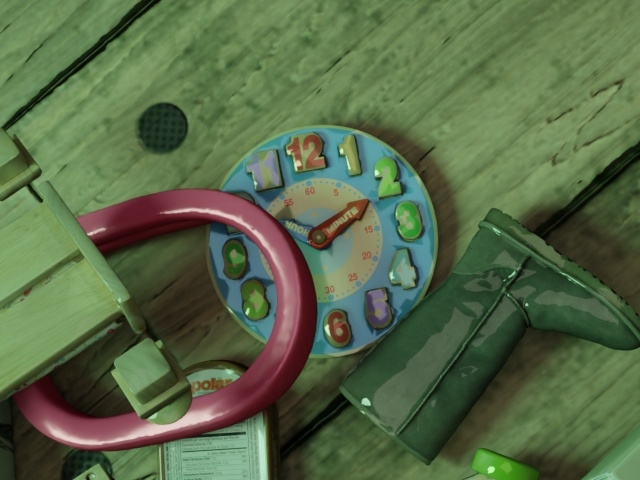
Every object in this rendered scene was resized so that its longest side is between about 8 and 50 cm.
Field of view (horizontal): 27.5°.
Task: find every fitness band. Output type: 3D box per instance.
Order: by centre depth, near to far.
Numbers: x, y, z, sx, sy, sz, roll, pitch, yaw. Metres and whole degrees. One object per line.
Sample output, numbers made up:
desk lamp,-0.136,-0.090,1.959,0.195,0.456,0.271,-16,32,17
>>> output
fitness band,-0.142,0.068,1.120,0.291,0.054,0.209,-15,73,17

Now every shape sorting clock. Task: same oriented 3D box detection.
shape sorting clock,0.000,0.000,1.147,0.206,0.040,0.206,-1,82,8

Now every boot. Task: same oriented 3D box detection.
boot,0.146,0.101,1.097,0.190,0.076,0.208,35,84,16

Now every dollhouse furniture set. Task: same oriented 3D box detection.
dollhouse furniture set,-0.273,0.142,1.052,0.303,0.174,0.355,-34,61,-10

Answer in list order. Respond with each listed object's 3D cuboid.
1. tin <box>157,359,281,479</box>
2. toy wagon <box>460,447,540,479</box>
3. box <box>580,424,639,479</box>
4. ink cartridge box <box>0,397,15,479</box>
tin,-0.087,0.197,1.134,0.106,0.040,0.189,-4,81,3
toy wagon,0.198,0.339,1.060,0.344,0.068,0.267,21,86,9
box,0.330,0.134,1.013,0.275,0.113,0.094,-39,79,-15
ink cartridge box,-0.385,0.162,1.132,0.211,0.121,0.289,-7,81,6
